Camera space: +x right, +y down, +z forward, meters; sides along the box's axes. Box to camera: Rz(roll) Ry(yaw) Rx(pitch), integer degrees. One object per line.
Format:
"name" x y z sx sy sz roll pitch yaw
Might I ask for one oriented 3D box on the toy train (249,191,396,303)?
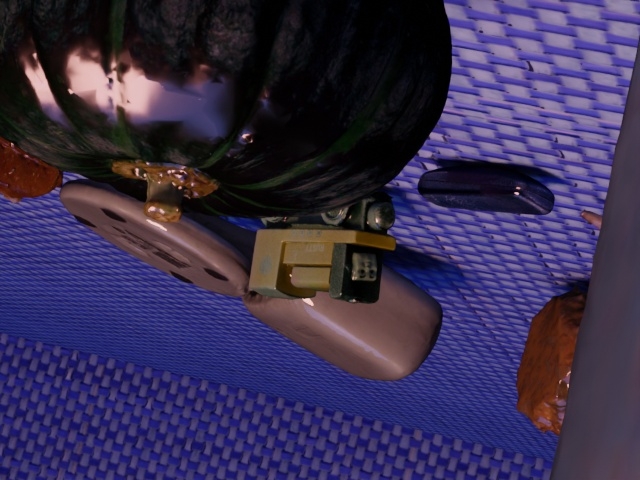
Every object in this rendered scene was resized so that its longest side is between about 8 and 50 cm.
"toy train" 0.000 0.000 1.283 0.050 0.081 0.122 14 173 -39

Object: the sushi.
"sushi" -0.221 -0.062 1.342 0.118 0.061 0.060 45 164 -31

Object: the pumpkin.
"pumpkin" -0.048 -0.075 0.744 0.202 0.140 0.202 12 173 2

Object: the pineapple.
"pineapple" 0.270 0.103 1.426 0.251 0.125 0.125 12 172 -18

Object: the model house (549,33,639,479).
"model house" 0.241 0.058 0.441 0.339 0.360 0.297 14 169 -6

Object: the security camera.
"security camera" -0.051 0.013 1.459 0.301 0.080 0.157 28 169 -16

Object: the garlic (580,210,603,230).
"garlic" 0.217 0.030 1.166 0.084 0.066 0.152 10 172 34

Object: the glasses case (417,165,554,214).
"glasses case" 0.095 -0.031 1.127 0.083 0.023 0.033 4 161 41
